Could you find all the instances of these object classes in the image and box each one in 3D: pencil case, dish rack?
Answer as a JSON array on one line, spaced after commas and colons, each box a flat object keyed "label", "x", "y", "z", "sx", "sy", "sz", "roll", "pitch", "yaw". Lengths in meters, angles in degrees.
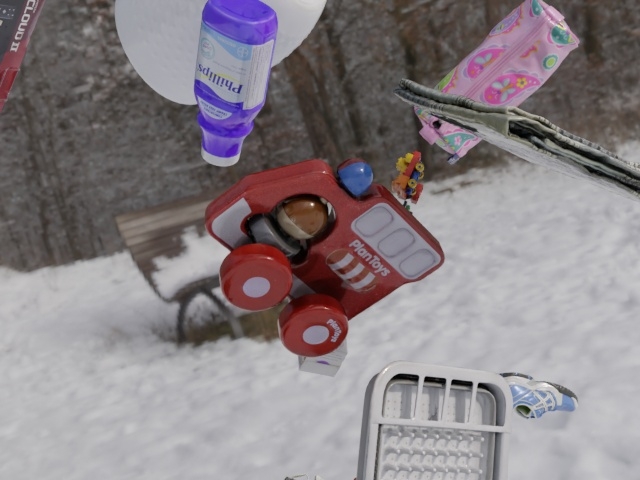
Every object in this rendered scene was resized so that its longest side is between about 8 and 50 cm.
[{"label": "pencil case", "x": 0.279, "y": -0.261, "z": 1.449, "sx": 0.284, "sy": 0.124, "sz": 0.124, "roll": -43, "pitch": -4, "yaw": 14}, {"label": "dish rack", "x": 0.159, "y": 0.354, "z": 1.336, "sx": 0.285, "sy": 0.333, "sz": 0.072, "roll": 12, "pitch": -12, "yaw": -35}]

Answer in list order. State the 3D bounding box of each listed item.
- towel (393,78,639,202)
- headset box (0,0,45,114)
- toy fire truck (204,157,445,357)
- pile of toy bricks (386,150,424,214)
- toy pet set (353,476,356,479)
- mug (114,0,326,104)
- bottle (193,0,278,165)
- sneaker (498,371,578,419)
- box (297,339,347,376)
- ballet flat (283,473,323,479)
[{"label": "towel", "x": 0.291, "y": -0.140, "z": 1.207, "sx": 0.312, "sy": 0.056, "sz": 0.324, "roll": 20, "pitch": 9, "yaw": -26}, {"label": "headset box", "x": -0.413, "y": -0.181, "z": 0.855, "sx": 0.218, "sy": 0.110, "sz": 0.293, "roll": -60, "pitch": -19, "yaw": 20}, {"label": "toy fire truck", "x": 0.000, "y": 0.000, "z": 1.253, "sx": 0.253, "sy": 0.302, "sz": 0.169, "roll": -35, "pitch": 35, "yaw": 16}, {"label": "pile of toy bricks", "x": 0.083, "y": -0.045, "z": 1.416, "sx": 0.105, "sy": 0.212, "sz": 0.118, "roll": 21, "pitch": -21, "yaw": 13}, {"label": "toy pet set", "x": 0.071, "y": 0.475, "z": 1.508, "sx": 0.065, "sy": 0.114, "sz": 0.122, "roll": -27, "pitch": -39, "yaw": 15}, {"label": "mug", "x": -0.179, "y": -0.477, "z": 1.624, "sx": 0.328, "sy": 0.374, "sz": 0.276, "roll": -18, "pitch": 2, "yaw": 36}, {"label": "bottle", "x": -0.144, "y": -0.250, "z": 1.431, "sx": 0.092, "sy": 0.118, "sz": 0.283, "roll": -42, "pitch": -24, "yaw": -45}, {"label": "sneaker", "x": 0.444, "y": 0.332, "z": 1.847, "sx": 0.211, "sy": 0.081, "sz": 0.080, "roll": 16, "pitch": -22, "yaw": -24}, {"label": "box", "x": -0.005, "y": 0.089, "z": 1.521, "sx": 0.067, "sy": 0.324, "sz": 0.063, "roll": 15, "pitch": -53, "yaw": -17}, {"label": "ballet flat", "x": -0.020, "y": 0.488, "z": 1.788, "sx": 0.114, "sy": 0.041, "sz": 0.041, "roll": 5, "pitch": 2, "yaw": -1}]
